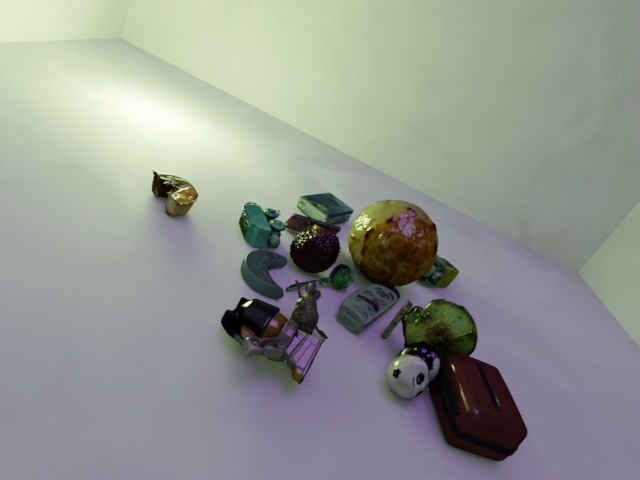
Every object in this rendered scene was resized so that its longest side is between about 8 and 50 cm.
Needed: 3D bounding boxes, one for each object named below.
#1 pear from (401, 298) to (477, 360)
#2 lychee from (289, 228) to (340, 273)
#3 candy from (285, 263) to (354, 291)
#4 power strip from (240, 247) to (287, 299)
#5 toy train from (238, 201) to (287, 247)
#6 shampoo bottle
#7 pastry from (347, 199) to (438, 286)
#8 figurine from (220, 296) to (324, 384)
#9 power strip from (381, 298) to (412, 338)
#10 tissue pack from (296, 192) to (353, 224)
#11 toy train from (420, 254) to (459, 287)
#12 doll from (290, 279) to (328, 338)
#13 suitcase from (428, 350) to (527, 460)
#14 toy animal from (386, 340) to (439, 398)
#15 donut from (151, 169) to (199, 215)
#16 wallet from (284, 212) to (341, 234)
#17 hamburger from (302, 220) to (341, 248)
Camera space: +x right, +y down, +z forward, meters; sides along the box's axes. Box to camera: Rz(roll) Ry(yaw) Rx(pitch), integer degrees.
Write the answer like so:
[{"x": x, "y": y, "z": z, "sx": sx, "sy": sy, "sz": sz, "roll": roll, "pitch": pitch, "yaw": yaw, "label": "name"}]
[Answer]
[{"x": 0.431, "y": 0.326, "z": 1.590, "sx": 0.255, "sy": 0.238, "sz": 0.164, "roll": 44, "pitch": 29, "yaw": -46, "label": "pear"}, {"x": -0.014, "y": 0.035, "z": 1.781, "sx": 0.188, "sy": 0.188, "sz": 0.188, "roll": 23, "pitch": 26, "yaw": -12, "label": "lychee"}, {"x": -0.003, "y": 0.156, "z": 1.722, "sx": 0.323, "sy": 0.097, "sz": 0.097, "roll": -8, "pitch": 43, "yaw": -40, "label": "candy"}, {"x": -0.198, "y": 0.100, "z": 1.630, "sx": 0.167, "sy": 0.054, "sz": 0.253, "roll": 22, "pitch": 27, "yaw": -15, "label": "power strip"}, {"x": -0.235, "y": -0.058, "z": 1.831, "sx": 0.163, "sy": 0.112, "sz": 0.203, "roll": 5, "pitch": 32, "yaw": -29, "label": "toy train"}, {"x": 0.183, "y": 0.235, "z": 1.739, "sx": 0.134, "sy": 0.078, "sz": 0.359, "roll": 35, "pitch": 26, "yaw": 20, "label": "shampoo bottle"}, {"x": 0.308, "y": 0.021, "z": 1.931, "sx": 0.388, "sy": 0.388, "sz": 0.312, "roll": 26, "pitch": 25, "yaw": -5, "label": "pastry"}, {"x": -0.136, "y": 0.262, "z": 1.283, "sx": 0.308, "sy": 0.143, "sz": 0.308, "roll": 34, "pitch": -10, "yaw": 7, "label": "figurine"}, {"x": 0.277, "y": 0.279, "z": 1.642, "sx": 0.028, "sy": 0.169, "sz": 0.076, "roll": 38, "pitch": 27, "yaw": 13, "label": "power strip"}, {"x": 0.025, "y": -0.158, "z": 2.314, "sx": 0.185, "sy": 0.081, "sz": 0.257, "roll": 40, "pitch": 28, "yaw": 22, "label": "tissue pack"}, {"x": 0.486, "y": 0.076, "z": 2.283, "sx": 0.237, "sy": 0.150, "sz": 0.369, "roll": 12, "pitch": 29, "yaw": -49, "label": "toy train"}, {"x": -0.043, "y": 0.202, "z": 1.503, "sx": 0.091, "sy": 0.202, "sz": 0.286, "roll": -12, "pitch": 38, "yaw": 7, "label": "doll"}, {"x": 0.477, "y": 0.506, "z": 1.430, "sx": 0.236, "sy": 0.161, "sz": 0.297, "roll": 21, "pitch": 27, "yaw": -12, "label": "suitcase"}, {"x": 0.285, "y": 0.416, "z": 1.433, "sx": 0.138, "sy": 0.166, "sz": 0.179, "roll": 15, "pitch": 30, "yaw": 27, "label": "toy animal"}, {"x": -0.548, "y": -0.168, "z": 1.741, "sx": 0.141, "sy": 0.085, "sz": 0.217, "roll": 3, "pitch": 36, "yaw": -44, "label": "donut"}, {"x": -0.038, "y": -0.058, "z": 2.028, "sx": 0.232, "sy": 0.119, "sz": 0.025, "roll": 16, "pitch": 59, "yaw": -24, "label": "wallet"}, {"x": 0.004, "y": 0.002, "z": 1.953, "sx": 0.189, "sy": 0.093, "sz": 0.164, "roll": 31, "pitch": 7, "yaw": -31, "label": "hamburger"}]
